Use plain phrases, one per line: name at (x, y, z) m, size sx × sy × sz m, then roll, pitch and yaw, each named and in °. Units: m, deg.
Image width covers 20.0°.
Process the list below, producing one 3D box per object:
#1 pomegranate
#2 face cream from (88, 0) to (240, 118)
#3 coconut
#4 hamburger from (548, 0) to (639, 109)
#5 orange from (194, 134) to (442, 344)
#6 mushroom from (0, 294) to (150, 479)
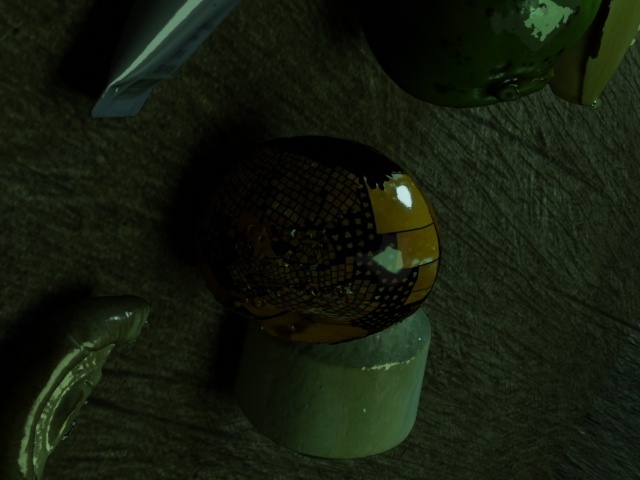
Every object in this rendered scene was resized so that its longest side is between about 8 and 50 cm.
pomegranate at (0.150, -0.274, 1.743) m, size 0.236 × 0.236 × 0.302 m, roll 51°, pitch 37°, yaw -67°
face cream at (-0.091, -0.211, 1.404) m, size 0.274 × 0.096 × 0.154 m, roll -57°, pitch 179°, yaw 8°
coconut at (0.011, 0.134, 1.908) m, size 0.202 × 0.202 × 0.222 m, roll -35°, pitch 143°, yaw -49°
hamburger at (0.253, -0.278, 1.967) m, size 0.261 × 0.186 × 0.303 m, roll 94°, pitch 22°, yaw -49°
orange at (0.000, 0.000, 1.677) m, size 0.234 × 0.234 × 0.182 m, roll 70°, pitch 32°, yaw -63°
mushroom at (-0.225, 0.115, 1.509) m, size 0.210 × 0.072 × 0.094 m, roll -58°, pitch 161°, yaw -18°
